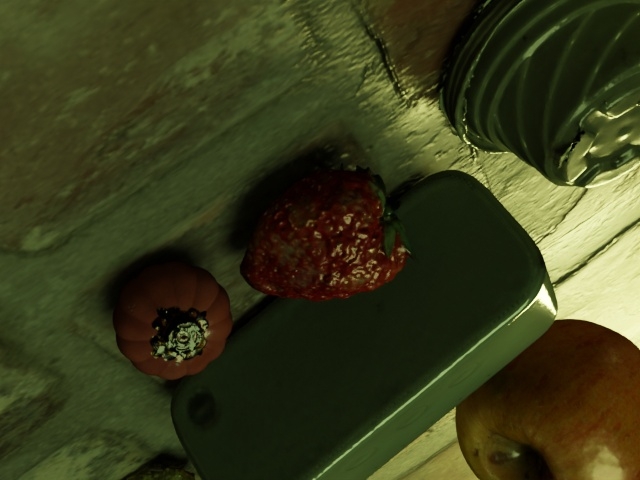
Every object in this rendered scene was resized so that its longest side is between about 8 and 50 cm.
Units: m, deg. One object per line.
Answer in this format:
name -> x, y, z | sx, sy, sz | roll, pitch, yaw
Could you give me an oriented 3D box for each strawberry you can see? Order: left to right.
strawberry -> 0.004, 0.001, 0.873 | 0.148, 0.131, 0.131 | -37, 148, -13

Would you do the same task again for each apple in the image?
apple -> 0.348, 0.247, 1.350 | 0.275, 0.299, 0.299 | -31, 149, -28

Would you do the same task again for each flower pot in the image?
flower pot -> 0.238, -0.141, 0.883 | 0.236, 0.140, 0.235 | -21, 145, -16

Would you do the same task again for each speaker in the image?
speaker -> 0.057, 0.124, 1.028 | 0.406, 0.183, 0.184 | -40, 152, 6

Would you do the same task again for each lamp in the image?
lamp -> -0.132, 0.072, 0.864 | 0.108, 0.092, 0.107 | -6, 106, -20

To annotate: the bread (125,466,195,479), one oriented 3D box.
bread -> -0.210, 0.330, 1.131 | 0.156, 0.086, 0.125 | -24, 151, -15
